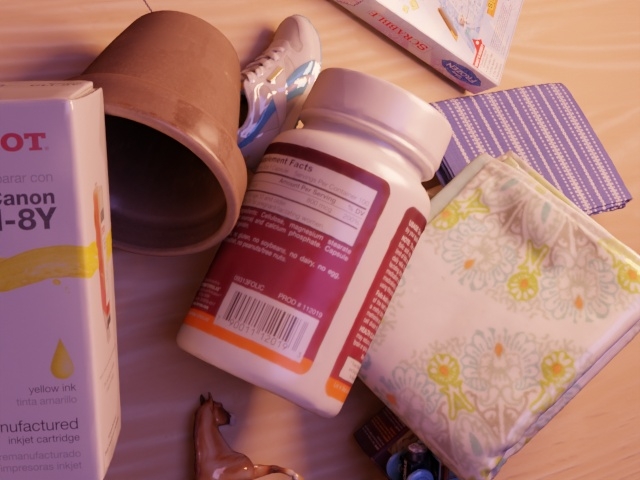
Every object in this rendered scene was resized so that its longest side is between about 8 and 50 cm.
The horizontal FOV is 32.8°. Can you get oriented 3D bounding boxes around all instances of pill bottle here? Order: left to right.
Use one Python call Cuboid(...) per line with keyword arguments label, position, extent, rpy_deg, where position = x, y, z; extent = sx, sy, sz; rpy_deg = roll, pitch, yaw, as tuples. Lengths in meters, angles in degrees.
Cuboid(label="pill bottle", position=(0.000, 0.000, 1.354), extent=(0.224, 0.224, 0.392), rpy_deg=(30, 81, -27))

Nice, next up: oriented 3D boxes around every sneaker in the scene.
Cuboid(label="sneaker", position=(-0.069, -0.206, 1.447), extent=(0.092, 0.087, 0.229), rpy_deg=(29, 70, -35))

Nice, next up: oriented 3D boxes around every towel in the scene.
Cuboid(label="towel", position=(0.220, 0.087, 1.435), extent=(0.374, 0.320, 0.090), rpy_deg=(-43, 151, -7))
Cuboid(label="towel", position=(0.309, -0.123, 1.674), extent=(0.336, 0.040, 0.243), rpy_deg=(-13, 69, -33))

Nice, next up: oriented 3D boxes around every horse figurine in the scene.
Cuboid(label="horse figurine", position=(-0.128, 0.347, 1.367), extent=(0.174, 0.066, 0.263), rpy_deg=(40, 63, -29))

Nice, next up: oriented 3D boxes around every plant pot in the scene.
Cuboid(label="plant pot", position=(-0.194, -0.147, 1.287), extent=(0.263, 0.263, 0.229), rpy_deg=(35, 51, -25))

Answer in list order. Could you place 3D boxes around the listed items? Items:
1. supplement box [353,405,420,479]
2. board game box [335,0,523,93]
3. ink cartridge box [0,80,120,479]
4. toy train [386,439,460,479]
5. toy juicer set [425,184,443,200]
Cuboid(label="supplement box", position=(0.154, 0.255, 1.501), extent=(0.188, 0.081, 0.104), rpy_deg=(-41, 114, -2))
Cuboid(label="board game box", position=(0.175, -0.435, 1.635), extent=(0.318, 0.066, 0.319), rpy_deg=(30, 68, -26))
Cuboid(label="ink cartridge box", position=(-0.355, 0.042, 1.081), extent=(0.279, 0.160, 0.385), rpy_deg=(-2, 102, -2))
Cuboid(label="toy train", position=(0.145, 0.349, 1.442), extent=(0.105, 0.080, 0.184), rpy_deg=(-6, 108, -22))
Cuboid(label="toy juicer set", position=(0.239, 0.025, 1.620), extent=(0.209, 0.089, 0.329), rpy_deg=(-45, 108, -27))
